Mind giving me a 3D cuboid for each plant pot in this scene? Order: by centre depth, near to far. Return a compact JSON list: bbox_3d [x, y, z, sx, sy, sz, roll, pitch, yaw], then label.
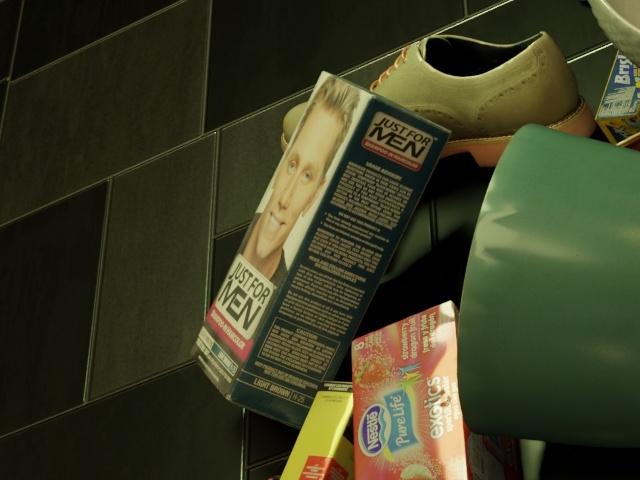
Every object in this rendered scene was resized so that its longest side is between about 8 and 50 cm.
[{"bbox_3d":[0.279,0.055,1.676,0.235,0.293,0.293,10,58,21],"label":"plant pot"}]

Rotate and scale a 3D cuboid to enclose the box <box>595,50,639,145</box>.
[{"bbox_3d":[0.352,-0.180,2.010,0.054,0.059,0.169,-4,51,39],"label":"box"}]

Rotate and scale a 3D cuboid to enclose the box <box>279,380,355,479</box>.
[{"bbox_3d":[0.002,0.259,1.858,0.058,0.087,0.232,0,52,39],"label":"box"}]

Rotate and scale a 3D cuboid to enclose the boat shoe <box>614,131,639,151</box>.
[{"bbox_3d":[0.307,-0.076,1.947,0.170,0.059,0.063,-29,40,14],"label":"boat shoe"}]

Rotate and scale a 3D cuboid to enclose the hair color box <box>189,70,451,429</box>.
[{"bbox_3d":[-0.006,0.007,1.964,0.347,0.105,0.174,-64,22,4],"label":"hair color box"}]

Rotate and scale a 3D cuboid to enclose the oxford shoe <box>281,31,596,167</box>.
[{"bbox_3d":[0.115,-0.166,2.100,0.397,0.146,0.140,-4,30,32],"label":"oxford shoe"}]

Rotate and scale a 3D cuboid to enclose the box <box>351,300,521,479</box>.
[{"bbox_3d":[0.112,0.204,1.785,0.123,0.128,0.256,-23,42,21],"label":"box"}]

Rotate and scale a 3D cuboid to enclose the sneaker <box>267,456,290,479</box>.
[{"bbox_3d":[-0.053,0.269,1.916,0.047,0.057,0.119,-1,52,41],"label":"sneaker"}]

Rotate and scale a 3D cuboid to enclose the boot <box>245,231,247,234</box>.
[{"bbox_3d":[0.000,0.000,2.122,0.152,0.073,0.197,12,64,41],"label":"boot"}]

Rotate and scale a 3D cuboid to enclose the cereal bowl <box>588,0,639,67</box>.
[{"bbox_3d":[0.441,-0.274,1.925,0.339,0.141,0.339,-6,54,9],"label":"cereal bowl"}]
